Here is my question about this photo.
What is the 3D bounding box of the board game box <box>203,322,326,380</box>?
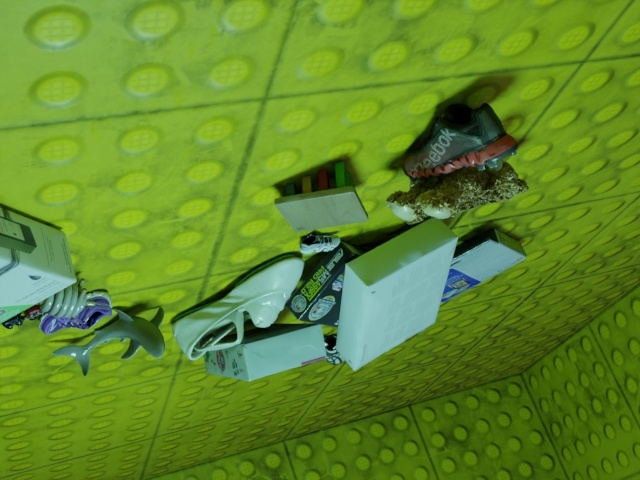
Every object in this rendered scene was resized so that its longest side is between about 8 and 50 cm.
[{"bbox_3d":[-0.154,0.286,2.208,0.224,0.097,0.303,-11,-178,-28],"label":"board game box"}]

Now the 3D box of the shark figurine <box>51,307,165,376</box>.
[{"bbox_3d":[-0.479,0.207,1.963,0.278,0.166,0.116,-11,136,24],"label":"shark figurine"}]

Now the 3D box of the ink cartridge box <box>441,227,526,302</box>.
[{"bbox_3d":[0.397,0.070,2.392,0.304,0.072,0.307,-30,153,23],"label":"ink cartridge box"}]

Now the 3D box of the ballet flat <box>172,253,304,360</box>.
[{"bbox_3d":[-0.188,0.178,2.056,0.400,0.139,0.139,-30,155,20],"label":"ballet flat"}]

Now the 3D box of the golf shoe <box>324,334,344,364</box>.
[{"bbox_3d":[0.045,0.349,2.697,0.094,0.077,0.198,-35,154,30],"label":"golf shoe"}]

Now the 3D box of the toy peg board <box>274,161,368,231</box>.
[{"bbox_3d":[0.003,-0.091,1.717,0.161,0.079,0.161,-8,158,11],"label":"toy peg board"}]

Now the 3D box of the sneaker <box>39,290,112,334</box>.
[{"bbox_3d":[-0.531,0.168,1.823,0.170,0.071,0.068,-23,157,7],"label":"sneaker"}]

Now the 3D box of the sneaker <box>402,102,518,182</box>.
[{"bbox_3d":[0.254,-0.195,1.646,0.098,0.135,0.276,-32,-168,-35],"label":"sneaker"}]

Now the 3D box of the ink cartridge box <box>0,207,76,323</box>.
[{"bbox_3d":[-0.588,0.037,1.429,0.198,0.114,0.273,-27,156,15],"label":"ink cartridge box"}]

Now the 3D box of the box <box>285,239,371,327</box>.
[{"bbox_3d":[0.062,0.118,2.125,0.216,0.060,0.270,-51,150,12],"label":"box"}]

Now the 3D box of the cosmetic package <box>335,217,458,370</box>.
[{"bbox_3d":[0.187,0.141,2.149,0.284,0.097,0.377,-29,148,-25],"label":"cosmetic package"}]

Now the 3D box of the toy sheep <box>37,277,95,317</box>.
[{"bbox_3d":[-0.519,0.115,1.702,0.132,0.091,0.091,18,139,-29],"label":"toy sheep"}]

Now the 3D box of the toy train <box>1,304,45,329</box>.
[{"bbox_3d":[-0.603,0.147,1.779,0.158,0.027,0.036,-21,146,3],"label":"toy train"}]

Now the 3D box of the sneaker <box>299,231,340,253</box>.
[{"bbox_3d":[0.000,0.000,1.936,0.098,0.038,0.069,-17,158,-9],"label":"sneaker"}]

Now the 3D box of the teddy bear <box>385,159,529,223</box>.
[{"bbox_3d":[0.291,-0.117,1.763,0.338,0.113,0.245,-16,-173,-21],"label":"teddy bear"}]
